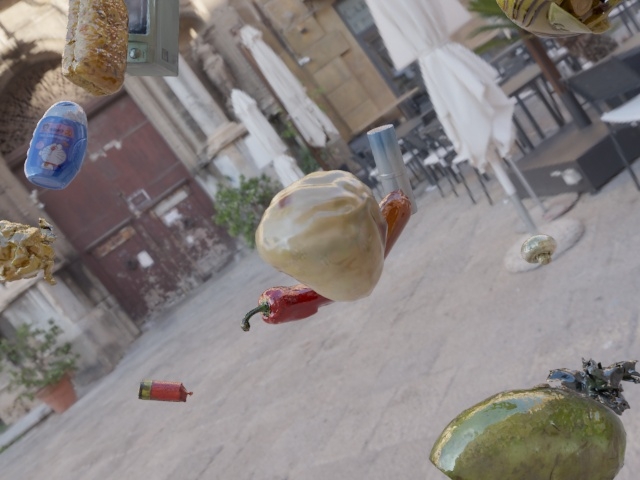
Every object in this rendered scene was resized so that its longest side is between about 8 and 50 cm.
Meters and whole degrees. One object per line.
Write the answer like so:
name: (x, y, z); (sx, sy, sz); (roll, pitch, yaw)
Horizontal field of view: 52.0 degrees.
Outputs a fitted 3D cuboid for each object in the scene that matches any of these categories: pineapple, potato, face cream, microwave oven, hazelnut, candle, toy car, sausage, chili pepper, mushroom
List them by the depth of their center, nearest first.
toy car: (0.362, -0.359, 0.903); (0.200, 0.142, 0.248); (14, -19, -36)
potato: (0.293, 0.294, 0.931); (0.298, 0.176, 0.141); (2, 6, -13)
hazelnut: (0.000, 0.000, 1.247); (0.241, 0.261, 0.261); (-22, 14, 41)
pineapple: (0.538, 0.324, 1.335); (0.310, 0.170, 0.141); (89, -157, -53)
microwave oven: (-0.385, -0.464, 1.399); (0.129, 0.204, 0.163); (3, 2, 6)
mushroom: (0.505, 0.023, 1.511); (0.084, 0.067, 0.083); (-12, -34, -8)
candle: (-0.379, 0.371, 1.611); (0.131, 0.052, 0.052); (6, 2, -8)
sausage: (0.135, 0.024, 1.725); (0.348, 0.094, 0.097); (-61, -24, 11)
face cream: (0.197, -0.187, 1.791); (0.077, 0.250, 0.077); (-17, 17, 5)
chili pepper: (-0.060, 0.169, 1.841); (0.388, 0.110, 0.110); (-10, -12, -38)
face cream: (-0.735, -0.277, 1.851); (0.083, 0.149, 0.263); (126, 153, -65)

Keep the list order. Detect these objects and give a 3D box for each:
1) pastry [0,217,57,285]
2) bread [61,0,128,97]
pastry: (-0.550, 0.013, 1.091); (0.250, 0.102, 0.154); (6, 8, 7)
bread: (-0.412, -0.374, 1.211); (0.083, 0.210, 0.114); (-15, -21, 25)
